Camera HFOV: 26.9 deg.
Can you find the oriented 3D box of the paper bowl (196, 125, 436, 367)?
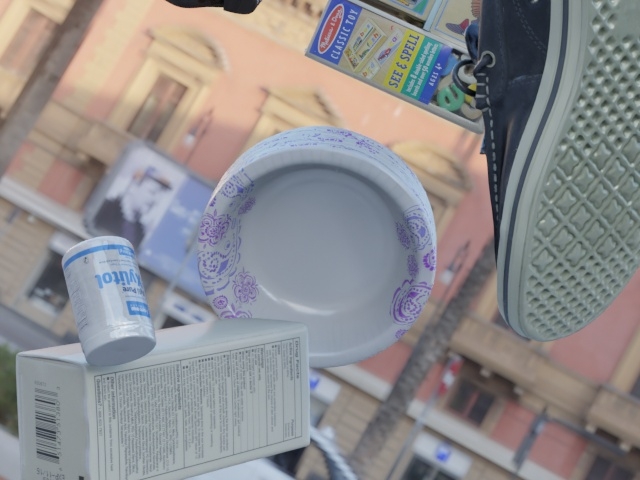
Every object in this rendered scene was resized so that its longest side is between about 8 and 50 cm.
[{"bbox_3d":[0.000,0.000,1.629,0.284,0.284,0.148,30,21,-5],"label":"paper bowl"}]

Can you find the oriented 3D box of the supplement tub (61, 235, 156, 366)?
[{"bbox_3d":[-0.199,0.057,1.259,0.071,0.071,0.107,46,23,-65],"label":"supplement tub"}]

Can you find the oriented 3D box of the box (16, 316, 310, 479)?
[{"bbox_3d":[-0.158,0.171,1.427,0.121,0.147,0.311,3,5,43],"label":"box"}]

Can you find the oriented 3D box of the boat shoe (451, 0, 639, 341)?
[{"bbox_3d":[0.221,-0.152,1.202,0.187,0.500,0.156,-10,23,-28],"label":"boat shoe"}]

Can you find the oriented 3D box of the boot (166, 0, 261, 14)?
[{"bbox_3d":[-0.089,-0.229,1.142,0.106,0.037,0.114,20,30,0],"label":"boot"}]

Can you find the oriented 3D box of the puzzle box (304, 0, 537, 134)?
[{"bbox_3d":[0.180,-0.383,1.820,0.272,0.408,0.052,23,3,-3],"label":"puzzle box"}]
